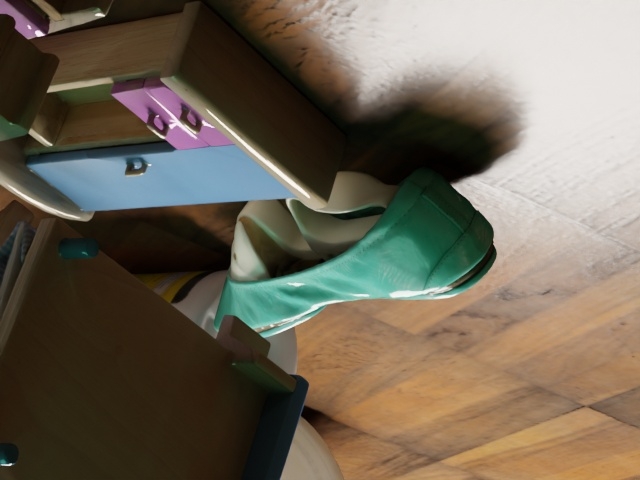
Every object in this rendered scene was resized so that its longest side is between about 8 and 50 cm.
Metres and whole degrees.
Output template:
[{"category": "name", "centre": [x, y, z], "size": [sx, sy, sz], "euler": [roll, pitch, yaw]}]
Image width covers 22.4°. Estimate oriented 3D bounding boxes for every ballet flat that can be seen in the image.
[{"category": "ballet flat", "centre": [0.000, 0.000, 0.971], "size": [0.247, 0.083, 0.087], "euler": [-15, 117, 51]}]

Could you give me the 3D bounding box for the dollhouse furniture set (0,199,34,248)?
[{"category": "dollhouse furniture set", "centre": [-0.290, 0.071, 1.052], "size": [0.262, 0.135, 0.259], "euler": [37, 124, -11]}]

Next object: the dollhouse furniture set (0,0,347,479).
[{"category": "dollhouse furniture set", "centre": [-0.164, 0.024, 0.827], "size": [0.198, 0.303, 0.286], "euler": [-4, 149, 38]}]

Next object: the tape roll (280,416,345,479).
[{"category": "tape roll", "centre": [-0.111, 0.257, 1.388], "size": [0.246, 0.246, 0.169], "euler": [21, 157, -10]}]

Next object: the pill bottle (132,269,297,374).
[{"category": "pill bottle", "centre": [-0.130, 0.083, 1.170], "size": [0.208, 0.119, 0.119], "euler": [-3, 150, 39]}]
